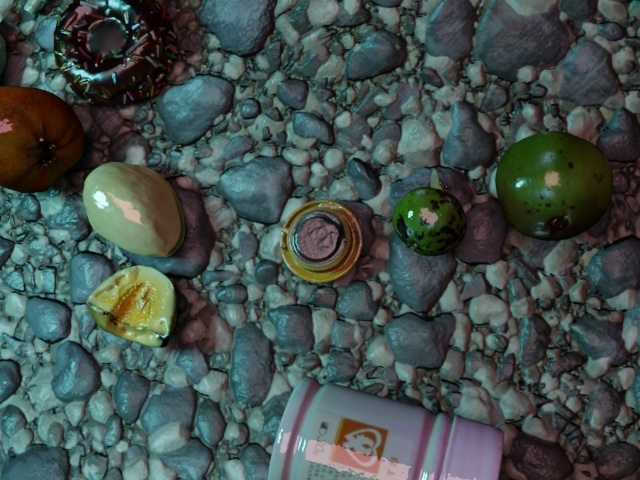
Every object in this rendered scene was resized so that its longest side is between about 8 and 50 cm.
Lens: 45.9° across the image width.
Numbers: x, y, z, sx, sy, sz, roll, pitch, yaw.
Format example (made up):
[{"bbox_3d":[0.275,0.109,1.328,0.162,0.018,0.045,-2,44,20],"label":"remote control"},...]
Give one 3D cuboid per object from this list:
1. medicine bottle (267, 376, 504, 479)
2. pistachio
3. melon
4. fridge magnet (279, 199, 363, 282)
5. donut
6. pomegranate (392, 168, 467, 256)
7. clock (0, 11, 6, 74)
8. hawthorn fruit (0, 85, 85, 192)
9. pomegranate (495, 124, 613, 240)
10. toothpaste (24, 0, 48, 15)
[{"bbox_3d":[0.097,0.338,1.134,0.315,0.202,0.202,12,84,12],"label":"medicine bottle"},{"bbox_3d":[-0.320,-0.057,1.303,0.200,0.117,0.145,37,84,12],"label":"pistachio"},{"bbox_3d":[-0.305,0.114,1.302,0.160,0.079,0.128,21,68,12],"label":"melon"},{"bbox_3d":[0.000,0.000,1.269,0.143,0.063,0.143,-2,79,11],"label":"fridge magnet"},{"bbox_3d":[-0.378,-0.361,1.373,0.235,0.089,0.235,-2,80,10],"label":"donut"},{"bbox_3d":[0.182,-0.046,1.229,0.122,0.122,0.161,14,57,11],"label":"pomegranate"},{"bbox_3d":[-0.666,-0.351,1.431,0.151,0.062,0.191,8,82,11],"label":"clock"},{"bbox_3d":[-0.540,-0.191,1.332,0.225,0.196,0.196,27,87,28],"label":"hawthorn fruit"},{"bbox_3d":[0.363,-0.104,1.184,0.180,0.180,0.210,7,54,10],"label":"pomegranate"},{"bbox_3d":[-0.499,-0.523,1.443,0.062,0.037,0.216,27,83,12],"label":"toothpaste"}]
